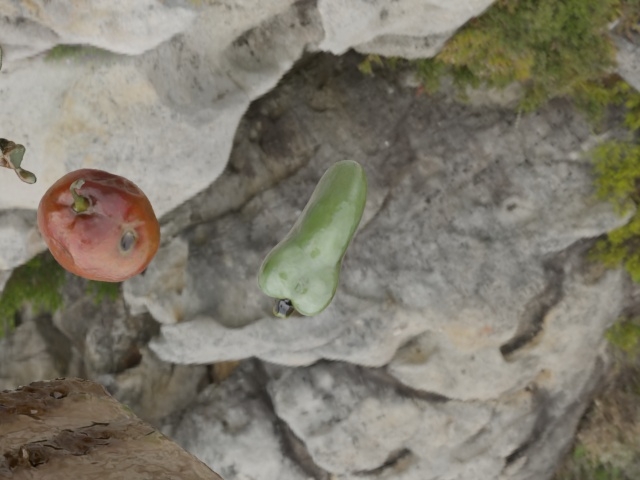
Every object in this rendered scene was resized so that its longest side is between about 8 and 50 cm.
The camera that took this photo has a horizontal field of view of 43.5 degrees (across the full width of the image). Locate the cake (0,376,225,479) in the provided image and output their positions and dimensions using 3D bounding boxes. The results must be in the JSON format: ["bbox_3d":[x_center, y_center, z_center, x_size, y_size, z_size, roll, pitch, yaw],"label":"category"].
[{"bbox_3d":[-0.178,0.246,0.605,0.198,0.293,0.196,0,106,-53],"label":"cake"}]

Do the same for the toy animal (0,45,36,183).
[{"bbox_3d":[-0.460,-0.202,0.977,0.097,0.157,0.312,-40,147,-35],"label":"toy animal"}]

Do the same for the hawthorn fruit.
[{"bbox_3d":[-0.312,-0.036,1.059,0.165,0.165,0.285,-19,166,-2],"label":"hawthorn fruit"}]

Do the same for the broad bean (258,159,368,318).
[{"bbox_3d":[0.000,0.000,1.051,0.100,0.169,0.228,32,83,-4],"label":"broad bean"}]
